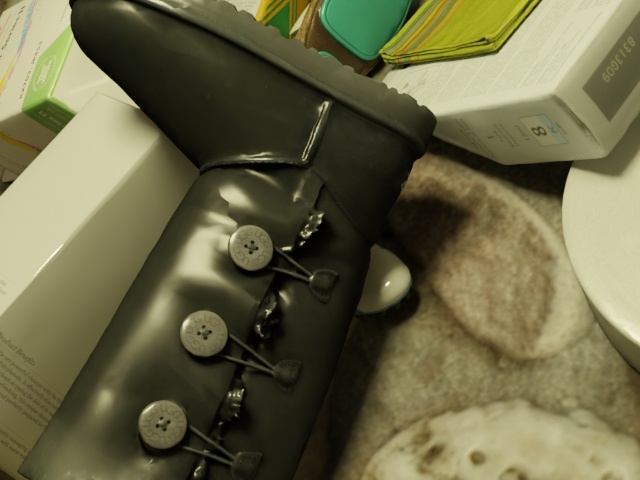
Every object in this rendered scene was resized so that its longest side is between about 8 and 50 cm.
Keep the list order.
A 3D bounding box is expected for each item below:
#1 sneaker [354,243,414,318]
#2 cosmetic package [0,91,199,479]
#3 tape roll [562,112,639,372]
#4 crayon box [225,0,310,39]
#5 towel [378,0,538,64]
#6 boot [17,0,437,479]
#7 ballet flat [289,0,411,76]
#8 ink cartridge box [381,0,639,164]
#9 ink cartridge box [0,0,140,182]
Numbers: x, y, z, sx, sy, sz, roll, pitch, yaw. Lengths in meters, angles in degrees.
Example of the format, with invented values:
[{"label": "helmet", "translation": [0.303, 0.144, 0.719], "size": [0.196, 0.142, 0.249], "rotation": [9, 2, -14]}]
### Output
[{"label": "sneaker", "translation": [0.000, 0.000, 1.051], "size": [0.085, 0.086, 0.237], "rotation": [-44, 46, -10]}, {"label": "cosmetic package", "translation": [-0.259, 0.050, 1.088], "size": [0.155, 0.197, 0.365], "rotation": [22, 66, 42]}, {"label": "tape roll", "translation": [0.395, -0.032, 0.846], "size": [0.392, 0.072, 0.392], "rotation": [-16, 47, 18]}, {"label": "crayon box", "translation": [-0.125, -0.281, 1.325], "size": [0.203, 0.083, 0.323], "rotation": [5, 69, 34]}, {"label": "towel", "translation": [0.147, -0.233, 1.107], "size": [0.102, 0.021, 0.237], "rotation": [-51, 21, -10]}, {"label": "boot", "translation": [-0.141, 0.018, 0.926], "size": [0.367, 0.146, 0.445], "rotation": [23, 79, 3]}, {"label": "ballet flat", "translation": [0.000, -0.207, 1.227], "size": [0.124, 0.116, 0.342], "rotation": [-11, 50, 51]}, {"label": "ink cartridge box", "translation": [0.221, -0.211, 1.079], "size": [0.308, 0.091, 0.385], "rotation": [-52, 20, -16]}, {"label": "ink cartridge box", "translation": [-0.341, -0.203, 1.316], "size": [0.353, 0.119, 0.207], "rotation": [-9, 59, 49]}]
